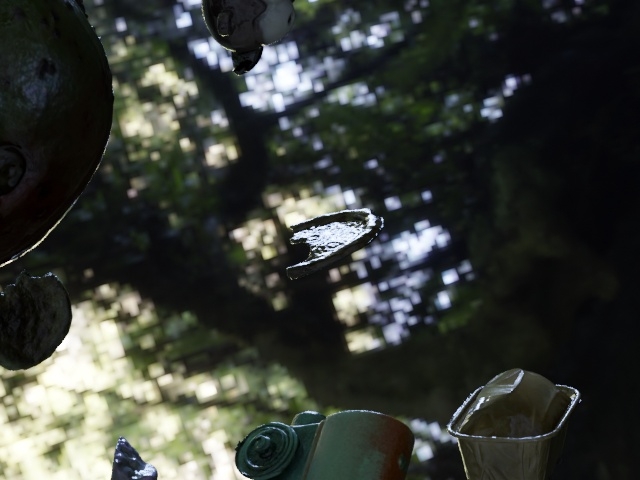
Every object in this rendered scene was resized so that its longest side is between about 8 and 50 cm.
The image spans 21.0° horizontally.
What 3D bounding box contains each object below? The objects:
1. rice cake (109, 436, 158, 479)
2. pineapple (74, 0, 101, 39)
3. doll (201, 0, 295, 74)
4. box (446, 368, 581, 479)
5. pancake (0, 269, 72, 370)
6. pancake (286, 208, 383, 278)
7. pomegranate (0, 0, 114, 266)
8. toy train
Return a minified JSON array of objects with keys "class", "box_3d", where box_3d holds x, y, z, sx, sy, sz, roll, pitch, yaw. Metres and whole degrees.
[{"class":"rice cake","box_3d":[-0.239,0.403,1.936,0.072,0.056,0.365,-138,-120,-80]},{"class":"pineapple","box_3d":[-0.299,-0.245,1.953,0.108,0.108,0.197,39,-43,47]},{"class":"doll","box_3d":[-0.080,-0.333,2.200,0.257,0.117,0.182,-73,158,-52]},{"class":"box","box_3d":[0.186,0.176,1.636,0.111,0.177,0.111,4,-76,17]},{"class":"pancake","box_3d":[-0.350,0.097,2.053,0.023,0.129,0.116,6,-58,48]},{"class":"pancake","box_3d":[0.000,0.000,2.332,0.190,0.184,0.020,7,-56,56]},{"class":"pomegranate","box_3d":[-0.327,-0.134,1.421,0.323,0.291,0.291,59,-30,27]},{"class":"toy train","box_3d":[-0.007,0.275,1.604,0.177,0.285,0.116,-9,-48,30]}]
